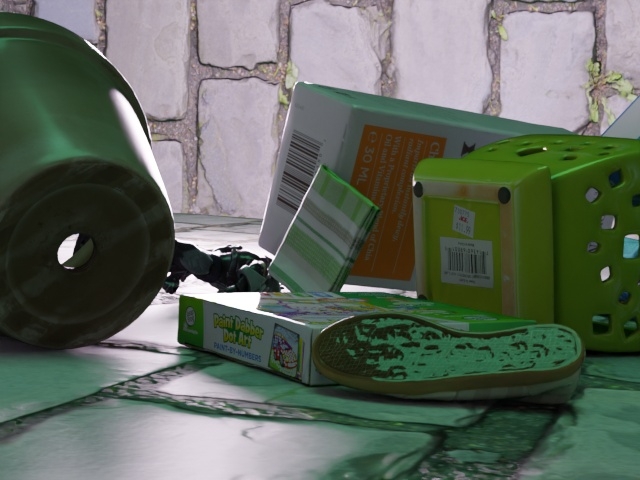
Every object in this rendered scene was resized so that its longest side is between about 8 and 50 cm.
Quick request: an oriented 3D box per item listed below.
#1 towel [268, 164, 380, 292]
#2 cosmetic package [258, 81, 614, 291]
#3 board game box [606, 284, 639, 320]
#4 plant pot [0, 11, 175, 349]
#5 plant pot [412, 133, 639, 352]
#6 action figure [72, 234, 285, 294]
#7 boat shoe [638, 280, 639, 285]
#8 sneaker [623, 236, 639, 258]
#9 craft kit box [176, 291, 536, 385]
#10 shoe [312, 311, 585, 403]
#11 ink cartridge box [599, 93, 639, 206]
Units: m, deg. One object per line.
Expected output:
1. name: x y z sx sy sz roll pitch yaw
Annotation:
1. towel: 0.000 0.000 1.636 0.023 0.152 0.113 6 25 -48
2. cosmetic package: 0.168 -0.054 1.826 0.453 0.230 0.161 6 14 -31
3. board game box: 0.456 0.083 1.865 0.201 0.035 0.136 1 4 -33
4. plant pot: -0.279 -0.035 1.345 0.323 0.323 0.280 1 21 -32
5. plant pot: 0.227 0.007 1.478 0.207 0.227 0.228 -8 10 -35
6. action figure: -0.161 0.030 1.727 0.285 0.099 0.185 19 -14 -38
7. boat shoe: 0.521 0.054 2.251 0.079 0.084 0.233 42 4 10
8. sneaker: 0.516 0.009 1.941 0.107 0.110 0.275 2 3 -45
9. craft kit box: 0.029 0.087 1.304 0.250 0.061 0.247 0 7 -33
10. shoe: 0.102 0.104 1.118 0.219 0.076 0.058 2 -41 8
11. ink cartridge box: 0.491 -0.061 1.597 0.307 0.223 0.129 45 -6 -10
